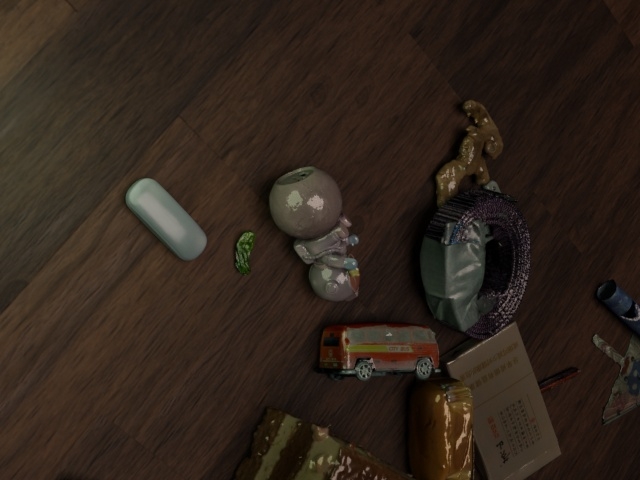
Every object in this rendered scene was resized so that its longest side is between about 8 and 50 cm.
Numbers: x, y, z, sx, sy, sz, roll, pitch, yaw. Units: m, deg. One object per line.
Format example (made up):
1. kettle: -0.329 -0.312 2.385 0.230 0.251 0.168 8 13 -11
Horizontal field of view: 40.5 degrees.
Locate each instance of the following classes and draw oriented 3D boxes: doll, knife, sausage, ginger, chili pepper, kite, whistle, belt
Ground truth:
1. doll: 0.000 0.000 1.706 0.151 0.151 0.287 -32 114 -25
2. knife: 0.422 -0.070 2.005 0.044 0.023 0.162 -38 111 -20
3. sausage: 0.560 0.348 2.110 0.198 0.025 0.028 -19 145 -27
4. ginger: 0.336 -0.174 1.929 0.149 0.065 0.259 25 79 -32
5. chili pepper: -0.146 0.022 1.678 0.034 0.030 0.091 6 92 -55
6. kite: 0.800 0.329 2.256 0.314 0.011 0.335 32 76 -28
7. whistle: 0.818 0.207 2.220 0.304 0.062 0.062 38 74 -25
8. belt: 0.340 0.053 1.899 0.260 0.122 0.325 -11 109 -32

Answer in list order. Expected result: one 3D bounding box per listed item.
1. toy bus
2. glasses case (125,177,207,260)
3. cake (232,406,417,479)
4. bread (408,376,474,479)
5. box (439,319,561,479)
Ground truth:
1. toy bus: 0.127 0.229 1.802 0.265 0.121 0.120 3 82 -30
2. glasses case: -0.280 -0.038 1.586 0.067 0.045 0.178 -50 114 -19
3. cake: -0.003 0.500 1.644 0.255 0.290 0.282 32 80 -26
4. bread: 0.258 0.419 1.874 0.106 0.136 0.241 -3 93 -28
5. box: 0.417 0.385 2.001 0.204 0.051 0.365 -27 106 -19
